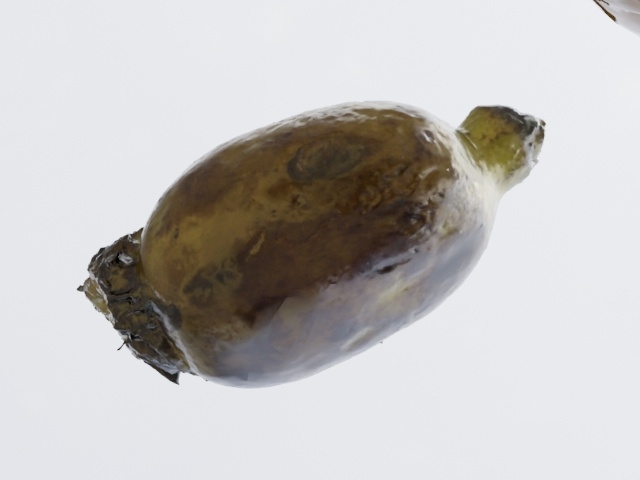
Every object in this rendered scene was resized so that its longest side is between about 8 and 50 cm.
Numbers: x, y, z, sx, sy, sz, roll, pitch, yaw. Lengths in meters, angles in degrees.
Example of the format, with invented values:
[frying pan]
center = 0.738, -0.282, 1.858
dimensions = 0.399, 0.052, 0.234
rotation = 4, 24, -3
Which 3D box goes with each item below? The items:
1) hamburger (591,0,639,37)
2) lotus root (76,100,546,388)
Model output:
[hamburger]
center = 0.142, -0.208, 0.705
dimensions = 0.144, 0.259, 0.283
rotation = 0, -104, 30
[lotus root]
center = 0.000, 0.000, 1.228
dimensions = 0.314, 0.169, 0.141
rotation = -25, -119, 3
